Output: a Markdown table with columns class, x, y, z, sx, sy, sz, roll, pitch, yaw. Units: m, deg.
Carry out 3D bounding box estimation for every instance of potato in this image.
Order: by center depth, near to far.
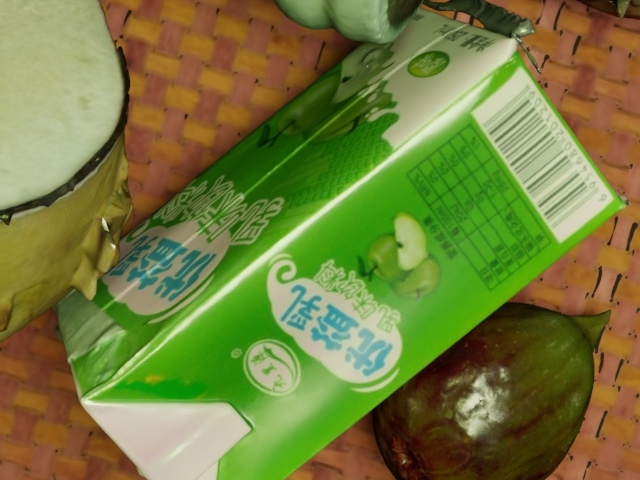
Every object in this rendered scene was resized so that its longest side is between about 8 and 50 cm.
| class | x | y | z | sx | sy | sz | roll | pitch | yaw |
| --- | --- | --- | --- | --- | --- | --- | --- | --- | --- |
| potato | -0.228 | -0.066 | 0.639 | 0.247 | 0.196 | 0.299 | -4 | 54 | -28 |

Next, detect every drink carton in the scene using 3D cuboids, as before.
| class | x | y | z | sx | sy | sz | roll | pitch | yaw |
| --- | --- | --- | --- | --- | --- | --- | --- | --- | --- |
| drink carton | 0.000 | 0.000 | 0.661 | 0.271 | 0.161 | 0.108 | -38 | 113 | -3 |

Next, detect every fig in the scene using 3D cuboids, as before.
| class | x | y | z | sx | sy | sz | roll | pitch | yaw |
| --- | --- | --- | --- | --- | --- | --- | --- | --- | --- |
| fig | 0.102 | 0.080 | 0.712 | 0.155 | 0.109 | 0.103 | -26 | 69 | -29 |

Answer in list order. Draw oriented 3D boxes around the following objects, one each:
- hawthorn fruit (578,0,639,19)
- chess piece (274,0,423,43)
| class | x | y | z | sx | sy | sz | roll | pitch | yaw |
| --- | --- | --- | --- | --- | --- | --- | --- | --- | --- |
| hawthorn fruit | 0.162 | -0.207 | 0.679 | 0.149 | 0.149 | 0.189 | -17 | 97 | -3 |
| chess piece | -0.065 | -0.236 | 0.628 | 0.299 | 0.194 | 0.194 | 26 | 89 | 9 |
